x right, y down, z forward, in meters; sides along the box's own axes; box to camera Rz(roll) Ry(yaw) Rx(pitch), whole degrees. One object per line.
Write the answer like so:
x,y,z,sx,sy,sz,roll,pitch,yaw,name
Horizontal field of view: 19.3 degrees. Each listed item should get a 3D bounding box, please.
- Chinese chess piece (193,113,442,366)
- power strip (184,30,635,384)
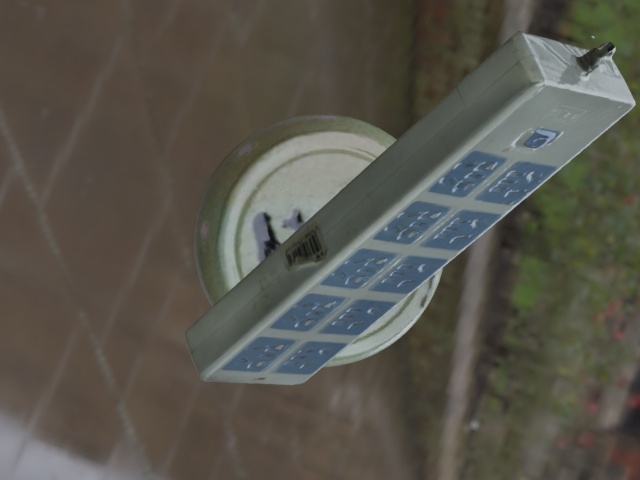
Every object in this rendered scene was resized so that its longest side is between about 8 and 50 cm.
0.000,0.000,1.849,0.101,0.250,0.250,-156,-94,-77,Chinese chess piece
0.054,-0.014,1.201,0.106,0.043,0.367,6,142,-46,power strip
